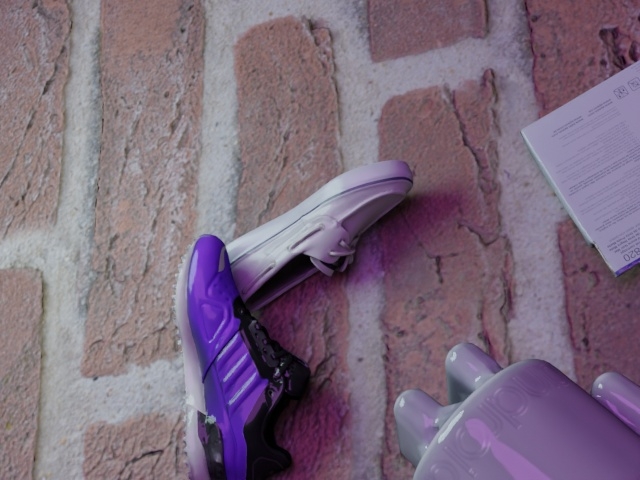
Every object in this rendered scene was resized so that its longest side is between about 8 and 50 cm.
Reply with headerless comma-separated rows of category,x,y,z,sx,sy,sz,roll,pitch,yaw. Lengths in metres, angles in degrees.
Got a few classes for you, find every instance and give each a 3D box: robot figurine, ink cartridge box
robot figurine,0.224,0.251,1.191,0.300,0.200,0.353,-42,61,-15
ink cartridge box,0.374,-0.091,1.444,0.223,0.045,0.224,-30,59,6

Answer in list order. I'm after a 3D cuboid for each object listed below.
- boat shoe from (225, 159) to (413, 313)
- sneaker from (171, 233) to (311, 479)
boat shoe,0.000,0.000,1.522,0.267,0.096,0.088,-28,65,10
sneaker,-0.083,0.135,1.473,0.146,0.102,0.293,-6,82,10
